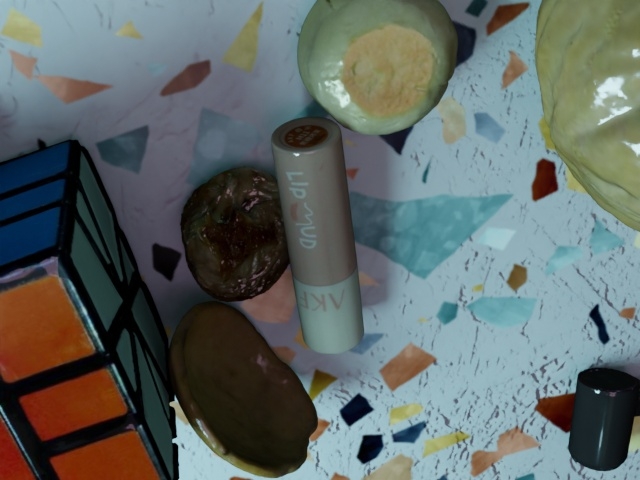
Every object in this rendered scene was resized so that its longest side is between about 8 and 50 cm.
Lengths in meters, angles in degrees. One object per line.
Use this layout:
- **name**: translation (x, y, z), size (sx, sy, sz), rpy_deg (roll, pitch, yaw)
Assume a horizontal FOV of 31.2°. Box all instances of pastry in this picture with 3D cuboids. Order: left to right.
- **pastry**: translation (0.055, -0.179, 1.111), size (0.156, 0.092, 0.156), rpy_deg (-2, 109, -6)

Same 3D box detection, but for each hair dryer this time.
- **hair dryer**: translation (0.415, 0.202, 1.369), size (0.248, 0.070, 0.114), rpy_deg (-5, 115, -16)

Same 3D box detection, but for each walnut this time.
- **walnut**: translation (0.374, -0.173, 1.035), size (0.381, 0.381, 0.381), rpy_deg (-3, 115, -7)

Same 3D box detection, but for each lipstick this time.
- **lipstick**: translation (0.000, 0.000, 1.175), size (0.070, 0.070, 0.254), rpy_deg (-11, 126, -4)

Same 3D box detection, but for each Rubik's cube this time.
- **Rubik's cube**: translation (-0.309, 0.108, 1.084), size (0.283, 0.288, 0.294), rpy_deg (-17, 115, -2)

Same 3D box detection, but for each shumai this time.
- **shumai**: translation (-0.084, 0.008, 1.180), size (0.123, 0.105, 0.139), rpy_deg (5, 134, -11)

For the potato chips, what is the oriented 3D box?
- **potato chips**: translation (-0.090, 0.165, 1.211), size (0.062, 0.195, 0.208), rpy_deg (-31, 156, 27)
